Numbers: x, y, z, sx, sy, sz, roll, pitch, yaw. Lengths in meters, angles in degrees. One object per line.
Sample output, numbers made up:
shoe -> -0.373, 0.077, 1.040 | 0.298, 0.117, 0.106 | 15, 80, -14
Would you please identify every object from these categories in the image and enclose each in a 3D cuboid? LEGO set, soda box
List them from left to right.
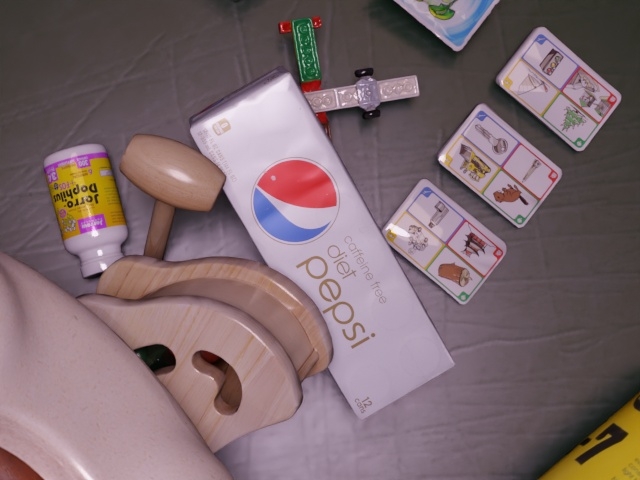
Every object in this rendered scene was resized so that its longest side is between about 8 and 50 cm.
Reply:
soda box -> 0.000, 0.000, 1.027 | 0.074, 0.069, 0.216 | -30, 102, 0
LEGO set -> 0.053, -0.101, 1.085 | 0.244, 0.060, 0.182 | 38, 85, -11

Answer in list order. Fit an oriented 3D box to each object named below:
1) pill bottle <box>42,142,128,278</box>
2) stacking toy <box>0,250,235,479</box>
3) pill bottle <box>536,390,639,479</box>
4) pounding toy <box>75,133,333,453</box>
pill bottle -> -0.151, -0.019, 1.062 | 0.043, 0.043, 0.083 | -16, 86, -4
stacking toy -> -0.288, 0.249, 0.823 | 0.480, 0.350, 0.350 | -37, 87, 19
pill bottle -> 0.224, 0.154, 1.025 | 0.208, 0.119, 0.119 | -39, 88, -5
pounding toy -> -0.072, 0.074, 1.009 | 0.154, 0.155, 0.269 | 20, 116, 10
